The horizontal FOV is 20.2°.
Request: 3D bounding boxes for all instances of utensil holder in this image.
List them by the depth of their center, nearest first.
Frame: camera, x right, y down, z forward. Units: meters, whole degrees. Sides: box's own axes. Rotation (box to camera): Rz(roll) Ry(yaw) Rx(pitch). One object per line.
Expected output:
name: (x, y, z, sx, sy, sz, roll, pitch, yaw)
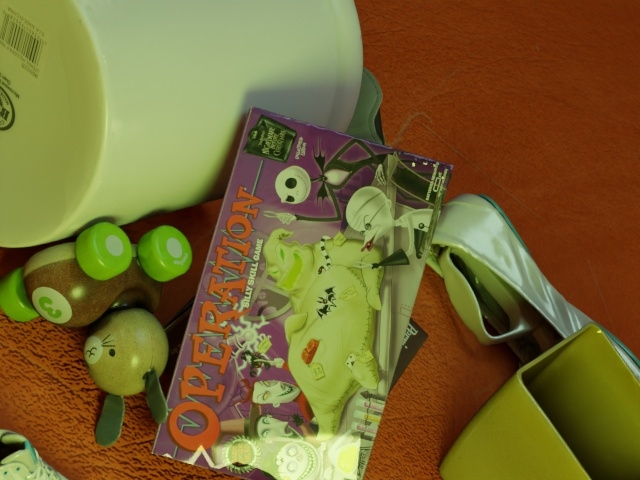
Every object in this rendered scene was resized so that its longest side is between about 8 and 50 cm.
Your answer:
utensil holder: (-0.198, -0.175, 1.824, 0.385, 0.327, 0.328, -20, 74, -51)

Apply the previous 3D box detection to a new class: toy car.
toy car: (-0.203, 0.097, 1.720, 0.149, 0.155, 0.188, 2, 68, -47)

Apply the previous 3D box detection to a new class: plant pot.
plant pot: (0.265, 0.251, 2.046, 0.212, 0.187, 0.212, 55, 36, 8)

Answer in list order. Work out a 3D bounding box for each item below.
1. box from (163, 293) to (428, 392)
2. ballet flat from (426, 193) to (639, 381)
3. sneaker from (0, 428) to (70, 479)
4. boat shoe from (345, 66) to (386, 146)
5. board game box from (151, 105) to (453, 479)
box: (-0.033, 0.104, 1.869, 0.203, 0.167, 0.168, 47, 35, -4)
ballet flat: (0.264, 0.120, 2.243, 0.400, 0.139, 0.139, 50, 34, 8)
sneaker: (-0.265, 0.211, 1.588, 0.190, 0.083, 0.071, 27, 39, -31)
boat shoe: (0.041, -0.132, 2.266, 0.081, 0.069, 0.228, -3, 45, -2)
board game box: (-0.018, 0.065, 1.733, 0.208, 0.347, 0.056, 16, 1, -1)
